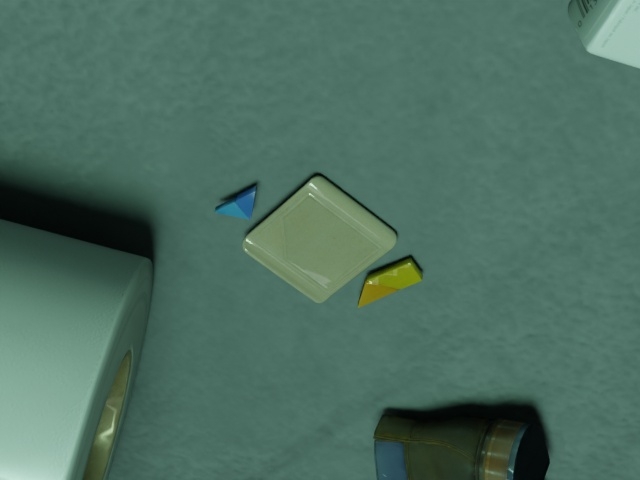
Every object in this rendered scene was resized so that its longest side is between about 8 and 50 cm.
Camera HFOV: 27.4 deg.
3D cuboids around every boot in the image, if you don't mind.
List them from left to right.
[{"bbox_3d":[0.106,0.198,0.913,0.106,0.082,0.219,8,131,27],"label":"boot"}]

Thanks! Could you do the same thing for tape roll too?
[{"bbox_3d":[-0.211,0.106,0.775,0.169,0.246,0.246,15,131,-2],"label":"tape roll"}]

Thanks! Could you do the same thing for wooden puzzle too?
[{"bbox_3d":[0.000,0.000,0.793,0.079,0.014,0.116,-34,117,28],"label":"wooden puzzle"}]

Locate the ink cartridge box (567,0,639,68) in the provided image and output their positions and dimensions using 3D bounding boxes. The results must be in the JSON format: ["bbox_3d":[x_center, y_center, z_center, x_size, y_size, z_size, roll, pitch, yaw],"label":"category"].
[{"bbox_3d":[0.232,-0.133,0.625,0.179,0.045,0.145,11,134,-22],"label":"ink cartridge box"}]
